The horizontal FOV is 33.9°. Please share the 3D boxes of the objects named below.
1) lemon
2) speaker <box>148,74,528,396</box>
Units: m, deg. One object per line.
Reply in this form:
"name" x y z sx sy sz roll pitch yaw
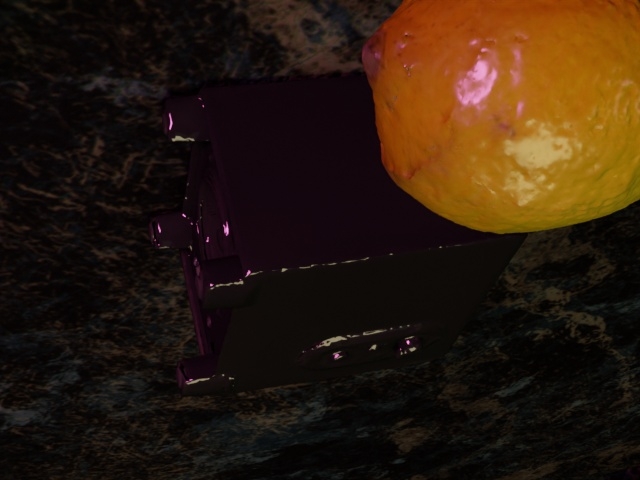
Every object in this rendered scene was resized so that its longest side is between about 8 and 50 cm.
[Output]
"lemon" 0.125 -0.089 0.631 0.193 0.180 0.180 -12 158 -49
"speaker" 0.000 0.000 0.877 0.254 0.184 0.232 -7 150 -18
